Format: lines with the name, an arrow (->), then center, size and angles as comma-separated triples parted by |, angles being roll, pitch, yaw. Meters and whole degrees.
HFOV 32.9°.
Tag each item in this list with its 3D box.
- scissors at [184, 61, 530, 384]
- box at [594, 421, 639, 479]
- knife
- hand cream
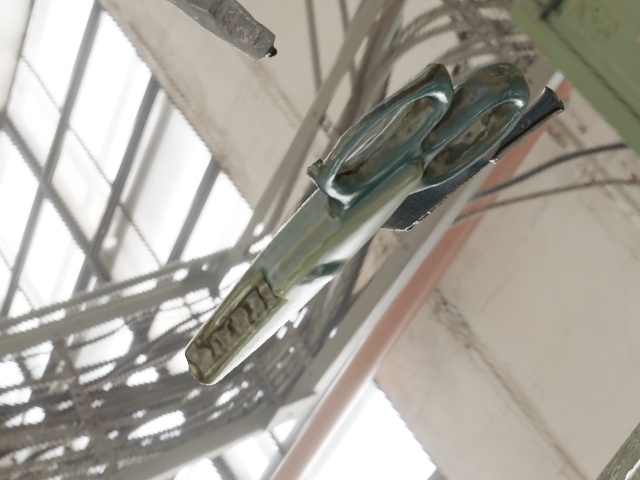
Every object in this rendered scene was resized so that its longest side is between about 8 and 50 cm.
scissors -> 0.000, 0.000, 0.622 | 0.138, 0.289, 0.041 | -12, -116, -50
box -> 0.329, 0.265, 0.714 | 0.352, 0.343, 0.177 | 34, -170, 10
knife -> 0.141, -0.082, 1.096 | 0.060, 0.230, 0.028 | 55, -169, 24
hand cream -> -0.062, -0.133, 0.624 | 0.093, 0.030, 0.019 | 35, 178, -25
